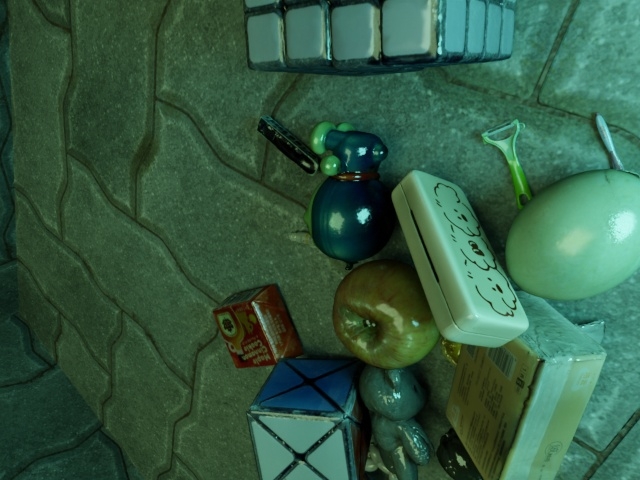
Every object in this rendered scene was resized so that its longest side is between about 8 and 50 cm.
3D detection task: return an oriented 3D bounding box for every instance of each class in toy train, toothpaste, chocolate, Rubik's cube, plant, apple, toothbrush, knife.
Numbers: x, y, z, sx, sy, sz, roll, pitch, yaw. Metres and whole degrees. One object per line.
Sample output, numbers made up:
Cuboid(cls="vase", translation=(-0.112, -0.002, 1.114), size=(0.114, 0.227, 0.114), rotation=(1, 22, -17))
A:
Cuboid(cls="toy train", translation=(-0.077, -0.236, 1.121), size=(0.207, 0.047, 0.043), rotation=(43, 128, 17))
Cuboid(cls="toothpaste", translation=(0.000, 0.000, 1.161), size=(0.191, 0.031, 0.048), rotation=(9, 108, 33))
Cuboid(cls="chocolate", translation=(-0.197, 0.271, 1.365), size=(0.238, 0.108, 0.234), rotation=(-18, 97, 39))
Cuboid(cls="Rubik's cube", translation=(-0.015, 0.473, 1.159), size=(0.260, 0.259, 0.254), rotation=(-2, 105, 18))
Cuboid(cls="plant", translation=(0.375, 0.514, 0.985), size=(0.256, 0.142, 0.164), rotation=(43, 129, 4))
Cuboid(cls="Rubik's cube", translation=(0.101, -0.445, 0.708), size=(0.337, 0.344, 0.343), rotation=(12, 114, 36))
Cuboid(cls="apple", translation=(0.148, 0.159, 0.994), size=(0.261, 0.194, 0.260), rotation=(14, 113, 36))
Cuboid(cls="toothbrush", translation=(0.489, -0.121, 0.739), size=(0.013, 0.019, 0.193), rotation=(-21, 91, 41))
Cuboid(cls="knife", translation=(0.360, -0.137, 0.829), size=(0.078, 0.023, 0.166), rotation=(-18, 93, 47))

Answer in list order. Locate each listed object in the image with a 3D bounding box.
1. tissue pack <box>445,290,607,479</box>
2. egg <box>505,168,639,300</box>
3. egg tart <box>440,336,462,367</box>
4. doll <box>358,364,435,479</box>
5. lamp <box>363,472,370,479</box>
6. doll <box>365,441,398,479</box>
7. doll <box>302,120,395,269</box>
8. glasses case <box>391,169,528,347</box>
Cuboid(cls="tissue pack", translation=(0.400, 0.275, 0.855), size=(0.239, 0.239, 0.305), rotation=(20, 117, 31))
Cuboid(cls="egg", translation=(0.413, -0.004, 0.728), size=(0.186, 0.187, 0.253), rotation=(46, 125, 16))
Cuboid(cls="egg tart", translation=(0.318, 0.236, 0.989), size=(0.105, 0.039, 0.105), rotation=(15, 115, 34))
Cuboid(cls="doll", translation=(0.196, 0.431, 1.102), size=(0.246, 0.158, 0.340), rotation=(-167, 57, -73))
Cuboid(cls="lamp", translation=(0.098, 0.716, 1.251), size=(0.215, 0.223, 0.151), rotation=(47, 110, 27))
Cuboid(cls="doll", translation=(0.187, 0.631, 1.227), size=(0.160, 0.059, 0.160), rotation=(-1, 106, 37))
Cuboid(cls="doll", translation=(0.065, -0.091, 0.964), size=(0.186, 0.199, 0.321), rotation=(12, 110, 37))
Cuboid(cls="glasses case", translation=(0.237, 0.021, 0.804), size=(0.076, 0.144, 0.336), rotation=(-52, 38, 39))
